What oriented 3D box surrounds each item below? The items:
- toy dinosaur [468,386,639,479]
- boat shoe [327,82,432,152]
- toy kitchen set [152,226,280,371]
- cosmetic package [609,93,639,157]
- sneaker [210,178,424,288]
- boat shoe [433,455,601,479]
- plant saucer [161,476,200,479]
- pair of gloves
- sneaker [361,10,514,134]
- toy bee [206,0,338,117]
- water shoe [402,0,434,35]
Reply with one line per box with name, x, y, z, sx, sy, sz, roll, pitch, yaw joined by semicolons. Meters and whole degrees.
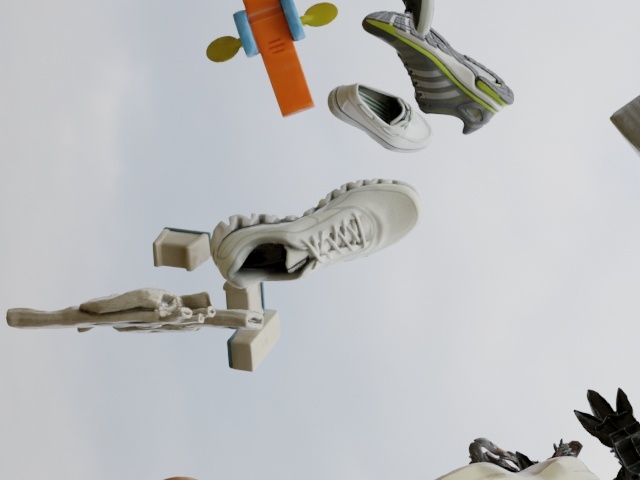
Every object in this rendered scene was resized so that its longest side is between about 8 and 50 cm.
toy dinosaur;0.267;0.274;1.336;0.322;0.164;0.218;14;-44;30
boat shoe;0.117;-0.204;2.298;0.076;0.226;0.083;-15;-113;48
toy kitchen set;-0.165;0.081;2.178;0.122;0.166;0.207;-49;141;-59
cosmetic package;0.451;-0.150;1.480;0.238;0.107;0.127;-39;-157;11
sneaker;0.000;0.000;1.810;0.118;0.292;0.110;-109;-178;-72
boat shoe;0.123;0.214;0.868;0.110;0.341;0.121;40;-66;28
plant saucer;-0.132;0.263;1.297;0.013;0.083;0.083;-91;-176;-70
pair of gloves;-0.187;0.073;1.431;0.240;0.204;0.042;14;74;-70
sneaker;0.190;-0.292;2.416;0.121;0.300;0.111;-52;-174;23
toy bee;-0.071;-0.344;2.048;0.162;0.195;0.298;-103;-165;-63
water shoe;0.119;-0.394;2.042;0.073;0.080;0.203;100;-17;-72
